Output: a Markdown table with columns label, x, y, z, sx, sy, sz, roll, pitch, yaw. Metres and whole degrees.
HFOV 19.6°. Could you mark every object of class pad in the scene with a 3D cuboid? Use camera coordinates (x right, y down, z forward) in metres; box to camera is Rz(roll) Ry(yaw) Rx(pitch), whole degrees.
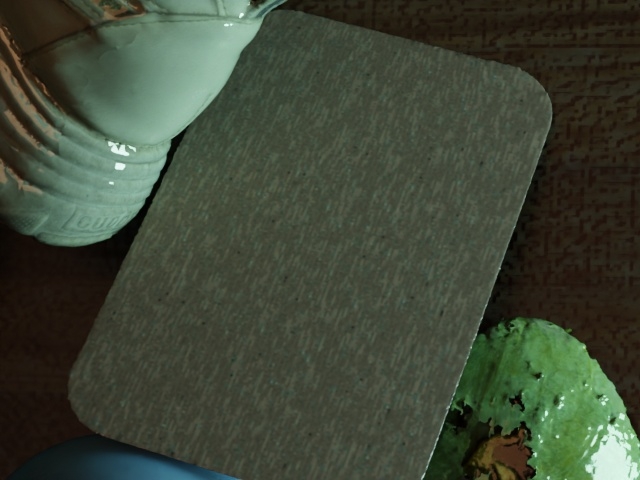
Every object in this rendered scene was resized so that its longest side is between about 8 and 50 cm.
| label | x | y | z | sx | sy | sz | roll | pitch | yaw |
| --- | --- | --- | --- | --- | --- | --- | --- | --- | --- |
| pad | 0.000 | 0.000 | 0.907 | 0.176 | 0.002 | 0.266 | 16 | 59 | 12 |

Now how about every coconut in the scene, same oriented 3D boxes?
| label | x | y | z | sx | sy | sz | roll | pitch | yaw |
| --- | --- | --- | --- | --- | --- | --- | --- | --- | --- |
| coconut | 0.090 | 0.099 | 0.902 | 0.158 | 0.055 | 0.133 | 27 | 87 | 12 |

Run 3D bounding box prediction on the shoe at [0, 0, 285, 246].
| label | x | y | z | sx | sy | sz | roll | pitch | yaw |
| --- | --- | --- | --- | --- | --- | --- | --- | --- | --- |
| shoe | -0.149 | -0.187 | 0.898 | 0.210 | 0.132 | 0.342 | -42 | 81 | 27 |

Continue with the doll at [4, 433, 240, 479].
| label | x | y | z | sx | sy | sz | roll | pitch | yaw |
| --- | --- | --- | --- | --- | --- | --- | --- | --- | --- |
| doll | -0.116 | 0.215 | 0.875 | 0.177 | 0.141 | 0.314 | 33 | 89 | 23 |
